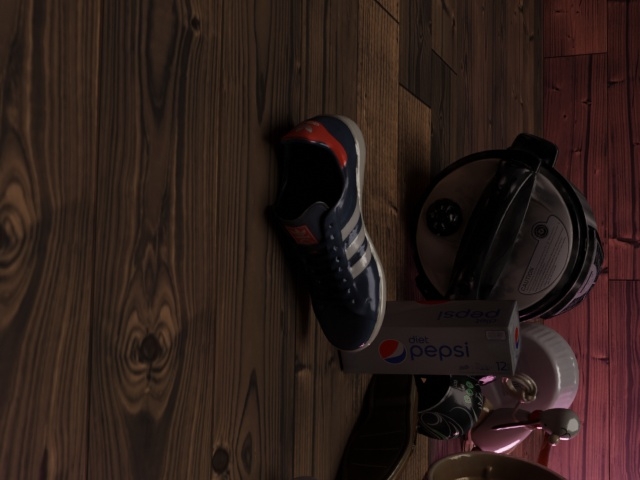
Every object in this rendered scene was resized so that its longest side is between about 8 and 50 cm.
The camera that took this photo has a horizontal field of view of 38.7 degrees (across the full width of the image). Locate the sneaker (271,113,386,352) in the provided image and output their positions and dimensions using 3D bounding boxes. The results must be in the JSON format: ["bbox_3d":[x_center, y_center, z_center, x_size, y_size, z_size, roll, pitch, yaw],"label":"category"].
[{"bbox_3d":[0.000,0.000,1.293,0.148,0.131,0.350,-22,104,-59],"label":"sneaker"}]

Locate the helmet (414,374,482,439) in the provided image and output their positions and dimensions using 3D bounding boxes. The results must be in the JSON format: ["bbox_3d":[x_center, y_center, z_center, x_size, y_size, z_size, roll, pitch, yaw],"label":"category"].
[{"bbox_3d":[0.245,0.325,1.848,0.161,0.169,0.169,42,48,-39],"label":"helmet"}]

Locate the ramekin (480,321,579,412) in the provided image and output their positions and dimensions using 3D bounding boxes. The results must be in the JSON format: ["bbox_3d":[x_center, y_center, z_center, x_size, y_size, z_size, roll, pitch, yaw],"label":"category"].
[{"bbox_3d":[0.517,0.351,2.366,0.135,0.277,0.277,2,87,-61],"label":"ramekin"}]

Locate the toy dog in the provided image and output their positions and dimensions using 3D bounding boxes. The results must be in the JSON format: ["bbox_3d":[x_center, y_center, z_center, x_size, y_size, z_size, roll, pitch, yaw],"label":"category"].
[{"bbox_3d":[0.450,0.467,2.170,0.161,0.220,0.333,-52,176,-28],"label":"toy dog"}]

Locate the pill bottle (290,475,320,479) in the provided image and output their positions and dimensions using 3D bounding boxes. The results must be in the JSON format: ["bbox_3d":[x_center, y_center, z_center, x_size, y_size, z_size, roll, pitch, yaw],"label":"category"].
[{"bbox_3d":[-0.003,0.415,1.281,0.103,0.103,0.184,-67,148,-45],"label":"pill bottle"}]

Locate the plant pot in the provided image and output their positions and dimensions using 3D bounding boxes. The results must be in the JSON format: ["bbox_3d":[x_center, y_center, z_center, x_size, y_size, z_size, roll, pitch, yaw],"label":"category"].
[{"bbox_3d":[0.382,0.678,2.006,0.334,0.334,0.305,-29,127,-66],"label":"plant pot"}]

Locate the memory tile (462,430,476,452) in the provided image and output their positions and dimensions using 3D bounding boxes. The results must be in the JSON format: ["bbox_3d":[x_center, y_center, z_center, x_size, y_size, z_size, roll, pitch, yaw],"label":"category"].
[{"bbox_3d":[0.394,0.527,2.388,0.148,0.012,0.113,-60,143,-50],"label":"memory tile"}]

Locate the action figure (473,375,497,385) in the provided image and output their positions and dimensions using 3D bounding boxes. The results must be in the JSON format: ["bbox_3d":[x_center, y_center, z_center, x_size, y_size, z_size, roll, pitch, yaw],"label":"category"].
[{"bbox_3d":[0.372,0.202,2.202,0.185,0.099,0.285,40,48,-31],"label":"action figure"}]

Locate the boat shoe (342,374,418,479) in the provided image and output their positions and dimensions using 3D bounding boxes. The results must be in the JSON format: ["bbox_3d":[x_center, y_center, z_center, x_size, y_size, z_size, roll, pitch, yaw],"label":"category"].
[{"bbox_3d":[0.121,0.351,1.582,0.307,0.111,0.104,-61,143,-51],"label":"boat shoe"}]

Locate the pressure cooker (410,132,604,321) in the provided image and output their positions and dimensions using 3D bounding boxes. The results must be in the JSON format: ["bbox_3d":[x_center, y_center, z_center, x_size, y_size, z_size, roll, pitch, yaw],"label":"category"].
[{"bbox_3d":[0.383,0.001,1.921,0.420,0.375,0.370,8,62,-68],"label":"pressure cooker"}]

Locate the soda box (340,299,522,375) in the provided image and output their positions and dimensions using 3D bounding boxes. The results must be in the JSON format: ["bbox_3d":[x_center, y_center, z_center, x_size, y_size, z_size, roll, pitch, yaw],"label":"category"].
[{"bbox_3d":[0.177,0.157,1.490,0.098,0.286,0.091,-51,134,-59],"label":"soda box"}]
